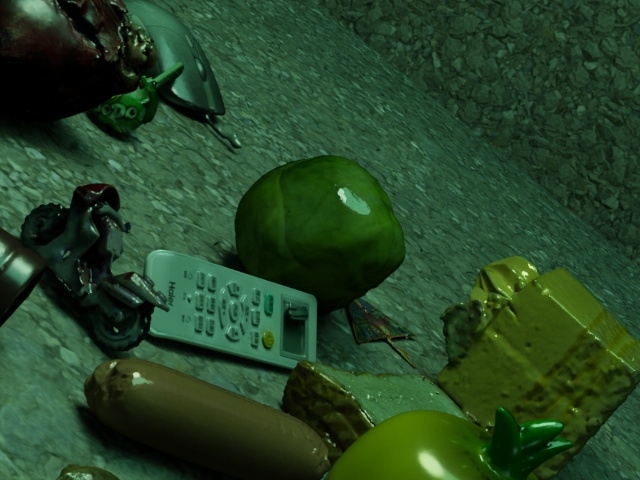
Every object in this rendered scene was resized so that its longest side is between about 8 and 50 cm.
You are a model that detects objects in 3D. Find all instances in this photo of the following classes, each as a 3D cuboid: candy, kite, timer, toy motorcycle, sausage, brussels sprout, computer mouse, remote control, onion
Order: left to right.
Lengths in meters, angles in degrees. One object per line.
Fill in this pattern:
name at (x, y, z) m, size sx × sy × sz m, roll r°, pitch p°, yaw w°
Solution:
onion at (-0.372, -0.267, 2.018) m, size 0.280 × 0.221 × 0.281 m, roll 19°, pitch 12°, yaw -4°
toy motorcycle at (-0.239, 0.021, 1.723) m, size 0.213 × 0.122 × 0.082 m, roll 48°, pitch 7°, yaw 25°
candy at (-0.259, -0.232, 2.340) m, size 0.097 × 0.097 × 0.323 m, roll 38°, pitch 20°, yaw 0°
computer mouse at (-0.232, -0.291, 2.560) m, size 0.379 × 0.090 × 0.167 m, roll 48°, pitch 21°, yaw 22°
sausage at (-0.110, 0.192, 1.603) m, size 0.289 × 0.086 × 0.086 m, roll 27°, pitch 21°, yaw -34°
remote control at (-0.108, 0.090, 1.884) m, size 0.293 × 0.051 × 0.103 m, roll 19°, pitch 67°, yaw -46°
brussels sprout at (0.000, 0.000, 2.099) m, size 0.210 × 0.219 × 0.271 m, roll 63°, pitch 6°, yaw 21°
kite at (0.084, 0.128, 2.262) m, size 0.159 × 0.010 × 0.190 m, roll 48°, pitch 22°, yaw 22°
timer at (0.148, 0.271, 1.599) m, size 0.285 × 0.285 × 0.285 m, roll 34°, pitch 18°, yaw -13°

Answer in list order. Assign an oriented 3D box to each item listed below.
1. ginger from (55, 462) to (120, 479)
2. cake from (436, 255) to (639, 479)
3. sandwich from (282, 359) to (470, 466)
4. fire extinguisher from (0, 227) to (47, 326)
ginger at (-0.184, 0.246, 1.370) m, size 0.165 × 0.067 × 0.096 m, roll 40°, pitch 12°, yaw -41°
cake at (0.307, 0.165, 2.264) m, size 0.286 × 0.222 × 0.227 m, roll 42°, pitch 16°, yaw 11°
sandwich at (0.098, 0.241, 1.883) m, size 0.251 × 0.087 × 0.226 m, roll 11°, pitch 36°, yaw -52°
fire extinguisher at (-0.434, -0.028, 1.490) m, size 0.337 × 0.114 × 0.135 m, roll 38°, pitch 62°, yaw -3°
